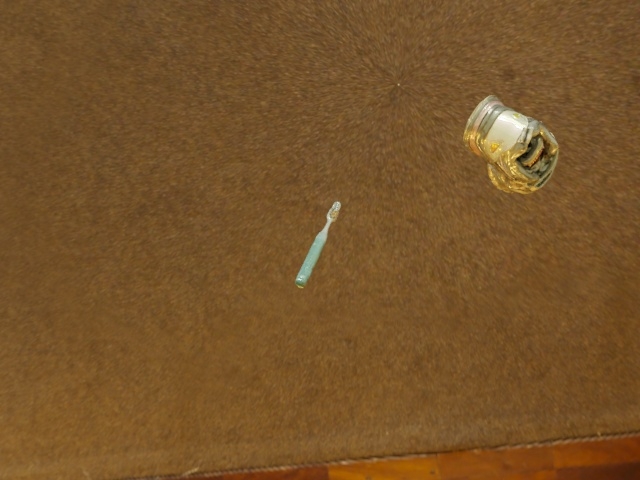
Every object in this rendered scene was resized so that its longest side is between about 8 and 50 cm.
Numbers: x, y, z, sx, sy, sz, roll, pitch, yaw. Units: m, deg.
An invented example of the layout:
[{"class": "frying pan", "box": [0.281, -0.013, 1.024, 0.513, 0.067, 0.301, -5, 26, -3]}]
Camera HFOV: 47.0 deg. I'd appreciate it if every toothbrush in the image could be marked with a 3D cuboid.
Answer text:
[{"class": "toothbrush", "box": [0.000, 0.000, 0.690, 0.011, 0.167, 0.014, 24, 118, 1]}]

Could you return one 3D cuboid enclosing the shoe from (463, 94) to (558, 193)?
[{"class": "shoe", "box": [0.262, -0.113, 0.942, 0.180, 0.092, 0.089, 36, 87, -45]}]
